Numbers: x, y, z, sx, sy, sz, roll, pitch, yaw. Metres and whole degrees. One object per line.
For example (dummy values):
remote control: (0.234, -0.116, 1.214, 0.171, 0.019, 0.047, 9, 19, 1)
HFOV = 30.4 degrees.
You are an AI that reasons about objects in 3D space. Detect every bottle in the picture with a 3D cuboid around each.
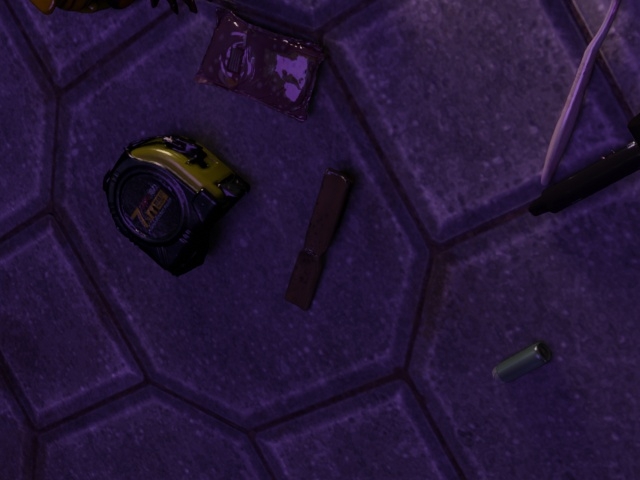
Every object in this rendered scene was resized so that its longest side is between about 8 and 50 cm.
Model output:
bottle: (0.265, 0.164, 1.557, 0.083, 0.030, 0.030, -36, 88, 38)

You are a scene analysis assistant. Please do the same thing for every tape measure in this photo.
tape measure: (-0.216, -0.069, 1.721, 0.186, 0.112, 0.199, 40, 120, 4)

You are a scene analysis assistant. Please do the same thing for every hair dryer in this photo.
hair dryer: (0.348, -0.068, 1.392, 0.248, 0.070, 0.114, -33, 90, 41)

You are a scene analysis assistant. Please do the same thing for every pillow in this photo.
pillow: (-0.082, -0.241, 1.607, 0.185, 0.043, 0.118, 25, 114, 18)

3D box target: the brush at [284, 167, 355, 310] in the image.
brush: (0.000, 0.000, 1.660, 0.043, 0.036, 0.248, 35, 131, 21)

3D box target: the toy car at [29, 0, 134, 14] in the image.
toy car: (-0.337, -0.427, 1.628, 0.200, 0.142, 0.248, 42, 126, 11)

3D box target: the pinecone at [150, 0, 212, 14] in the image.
pinecone: (-0.164, -0.394, 1.505, 0.208, 0.208, 0.207, 13, 115, 28)

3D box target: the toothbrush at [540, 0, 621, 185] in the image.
toothbrush: (0.308, -0.200, 1.385, 0.029, 0.025, 0.307, 32, 123, 28)
